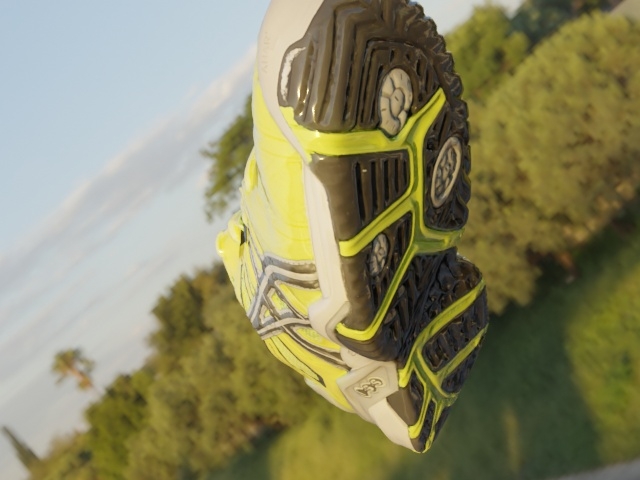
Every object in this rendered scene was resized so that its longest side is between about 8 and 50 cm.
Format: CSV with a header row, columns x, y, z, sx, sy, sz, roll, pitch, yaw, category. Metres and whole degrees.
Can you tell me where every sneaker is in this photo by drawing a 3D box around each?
x,y,z,sx,sy,sz,roll,pitch,yaw,category
0.000,0.000,0.740,0.145,0.147,0.384,-58,-24,-27,sneaker
